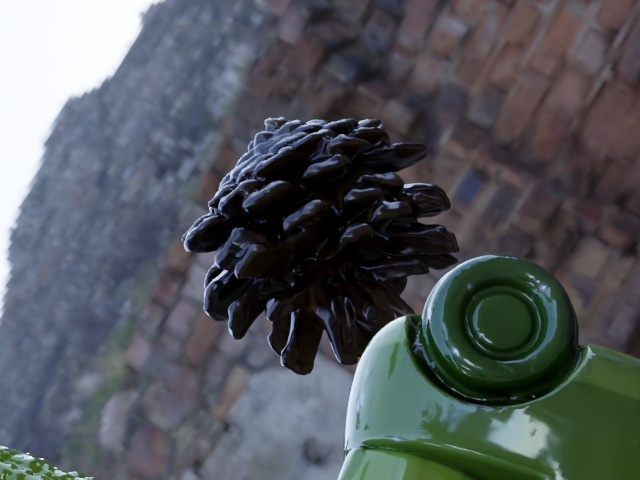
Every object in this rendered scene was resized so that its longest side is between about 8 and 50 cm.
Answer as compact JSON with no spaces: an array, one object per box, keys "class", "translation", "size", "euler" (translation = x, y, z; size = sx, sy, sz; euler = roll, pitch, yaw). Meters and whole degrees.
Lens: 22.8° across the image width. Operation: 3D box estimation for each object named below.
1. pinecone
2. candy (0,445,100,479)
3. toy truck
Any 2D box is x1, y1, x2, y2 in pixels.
[{"class":"pinecone","translation":[0.002,0.002,1.257],"size":[0.229,0.201,0.202],"euler":[-25,-33,-47]},{"class":"candy","translation":[-0.245,0.220,1.318],"size":[0.097,0.209,0.097],"euler":[-60,-14,-25]},{"class":"toy truck","translation":[0.080,0.116,0.630],"size":[0.210,0.187,0.148],"euler":[-51,-13,-20]}]
